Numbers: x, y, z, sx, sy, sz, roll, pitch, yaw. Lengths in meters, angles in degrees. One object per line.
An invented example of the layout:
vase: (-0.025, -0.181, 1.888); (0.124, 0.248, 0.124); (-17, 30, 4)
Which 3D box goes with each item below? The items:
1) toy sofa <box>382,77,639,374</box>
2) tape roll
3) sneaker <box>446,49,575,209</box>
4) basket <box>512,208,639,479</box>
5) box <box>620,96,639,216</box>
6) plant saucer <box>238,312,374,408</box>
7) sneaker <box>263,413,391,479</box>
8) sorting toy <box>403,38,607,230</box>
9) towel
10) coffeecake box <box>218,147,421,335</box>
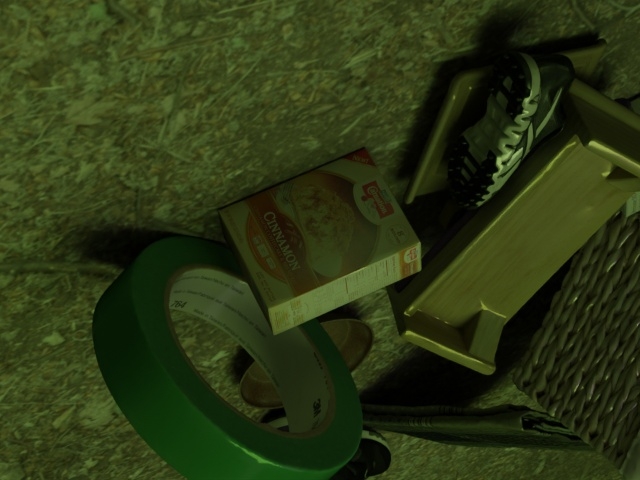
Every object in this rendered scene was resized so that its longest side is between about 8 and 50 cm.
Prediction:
toy sofa: (0.235, -0.028, 1.904); (0.150, 0.177, 0.362); (24, 123, -30)
tape roll: (-0.097, 0.141, 1.749); (0.077, 0.321, 0.321); (-45, 147, 25)
sneaker: (0.218, -0.121, 1.774); (0.106, 0.078, 0.234); (-13, 145, -29)
basket: (0.493, 0.150, 2.228); (0.331, 0.266, 0.328); (13, 106, -51)
box: (0.396, -0.106, 2.006); (0.087, 0.102, 0.101); (-25, 152, -2)
plant saucer: (-0.024, 0.152, 2.120); (0.198, 0.036, 0.199); (-20, 150, -12)
sneaker: (0.014, 0.340, 2.338); (0.107, 0.124, 0.283); (-25, 153, 27)
sorting toy: (0.198, -0.114, 1.897); (0.229, 0.041, 0.307); (-17, 149, -27)
towel: (0.246, 0.268, 2.364); (0.324, 0.056, 0.312); (-2, 166, 38)
coffeecake box: (0.000, 0.000, 1.793); (0.185, 0.142, 0.068); (-24, 151, -10)
